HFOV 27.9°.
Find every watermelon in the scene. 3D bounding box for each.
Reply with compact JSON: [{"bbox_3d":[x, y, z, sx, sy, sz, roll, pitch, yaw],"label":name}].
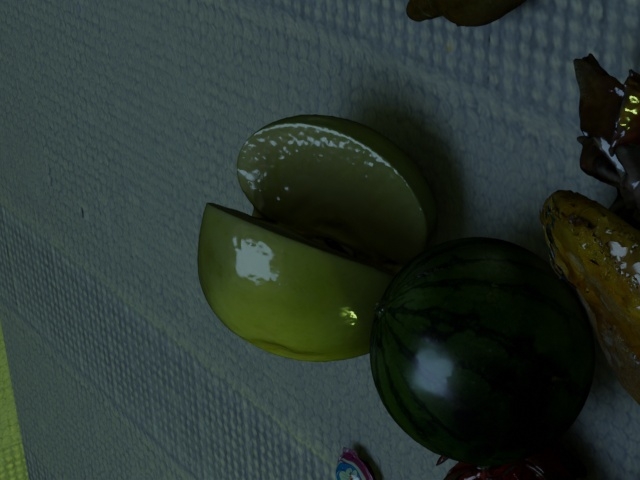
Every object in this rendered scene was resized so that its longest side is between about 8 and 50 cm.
[{"bbox_3d":[0.167,0.115,1.349,0.242,0.242,0.242,34,134,44],"label":"watermelon"}]

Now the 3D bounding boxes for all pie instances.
[{"bbox_3d":[0.286,0.059,1.205,0.273,0.069,0.273,58,173,11],"label":"pie"}]

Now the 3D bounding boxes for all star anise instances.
[{"bbox_3d":[0.307,-0.050,1.148,0.288,0.088,0.288,56,176,7],"label":"star anise"}]

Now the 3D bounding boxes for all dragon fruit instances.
[{"bbox_3d":[0.215,0.298,1.451,0.182,0.182,0.189,14,111,54],"label":"dragon fruit"}]

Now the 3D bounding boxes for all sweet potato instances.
[{"bbox_3d":[0.175,-0.278,1.277,0.346,0.079,0.108,137,138,-58],"label":"sweet potato"}]

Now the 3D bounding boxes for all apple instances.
[{"bbox_3d":[0.000,0.000,1.510,0.254,0.292,0.292,21,130,16],"label":"apple"}]

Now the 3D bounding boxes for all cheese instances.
[{"bbox_3d":[0.056,0.369,1.868,0.095,0.038,0.145,5,111,57],"label":"cheese"}]
